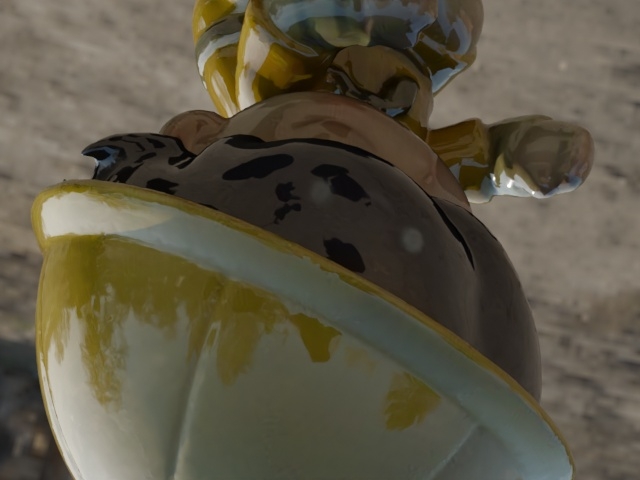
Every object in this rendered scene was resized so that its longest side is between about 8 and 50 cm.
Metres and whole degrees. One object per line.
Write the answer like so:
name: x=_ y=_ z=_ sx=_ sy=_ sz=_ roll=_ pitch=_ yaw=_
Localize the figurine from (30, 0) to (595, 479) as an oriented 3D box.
figurine: x=-0.003 y=0.003 z=0.656 sx=0.192 sy=0.257 sz=0.167 roll=27 pitch=133 yaw=-19
